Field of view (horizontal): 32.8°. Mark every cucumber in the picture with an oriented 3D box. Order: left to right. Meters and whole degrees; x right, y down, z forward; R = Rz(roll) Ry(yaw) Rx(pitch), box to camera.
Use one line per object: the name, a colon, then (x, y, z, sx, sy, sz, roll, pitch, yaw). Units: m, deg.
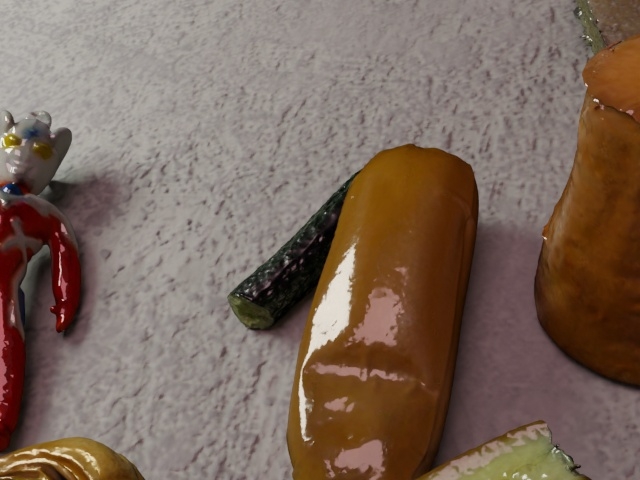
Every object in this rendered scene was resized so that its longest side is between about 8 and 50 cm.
cucumber: (0.000, 0.000, 1.050, 0.215, 0.052, 0.058, -45, 25, -22)

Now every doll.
doll: (-0.330, 0.016, 1.090, 0.188, 0.099, 0.384, 17, 51, -15)

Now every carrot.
carrot: (0.262, -0.030, 0.866, 0.195, 0.254, 0.196, -7, 48, 7)

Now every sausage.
sausage: (0.054, 0.080, 0.929, 0.134, 0.116, 0.354, 12, 59, 8)

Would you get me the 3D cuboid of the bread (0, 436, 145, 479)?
bread: (-0.212, 0.271, 0.851, 0.198, 0.120, 0.236, -22, 50, 1)

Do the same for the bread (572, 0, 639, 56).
bread: (0.355, -0.195, 1.070, 0.183, 0.102, 0.337, -8, 49, 6)

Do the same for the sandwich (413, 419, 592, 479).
sandwich: (0.090, 0.240, 0.782, 0.235, 0.128, 0.122, -29, 44, -4)
